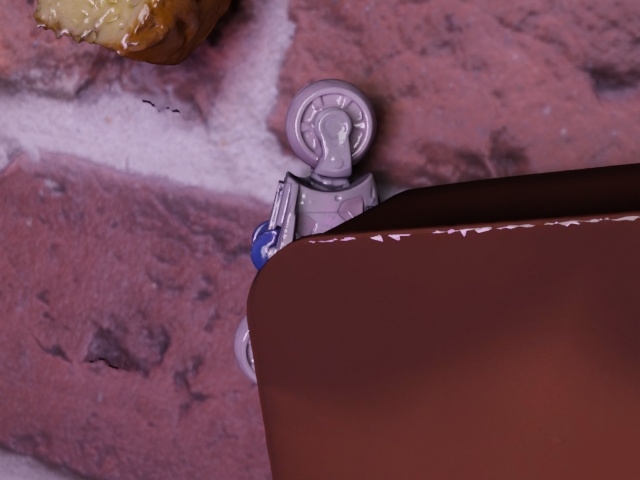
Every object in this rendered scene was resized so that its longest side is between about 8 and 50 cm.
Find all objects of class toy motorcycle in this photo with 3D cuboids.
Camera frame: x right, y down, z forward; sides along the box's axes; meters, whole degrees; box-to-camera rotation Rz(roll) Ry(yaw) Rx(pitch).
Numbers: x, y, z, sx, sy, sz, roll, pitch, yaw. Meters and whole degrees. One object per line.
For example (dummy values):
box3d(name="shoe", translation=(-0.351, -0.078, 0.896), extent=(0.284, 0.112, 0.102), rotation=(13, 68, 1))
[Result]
box3d(name="toy motorcycle", translation=(0.000, 0.000, 0.759), extent=(0.112, 0.112, 0.254), rotation=(17, 98, 20))

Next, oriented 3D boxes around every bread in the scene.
box3d(name="bread", translation=(-0.137, -0.253, 0.774), extent=(0.143, 0.139, 0.229), rotation=(14, 89, 19))

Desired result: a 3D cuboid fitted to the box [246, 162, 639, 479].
box3d(name="box", translation=(0.160, 0.080, 0.599), extent=(0.339, 0.229, 0.239), rotation=(-5, 102, 21))
